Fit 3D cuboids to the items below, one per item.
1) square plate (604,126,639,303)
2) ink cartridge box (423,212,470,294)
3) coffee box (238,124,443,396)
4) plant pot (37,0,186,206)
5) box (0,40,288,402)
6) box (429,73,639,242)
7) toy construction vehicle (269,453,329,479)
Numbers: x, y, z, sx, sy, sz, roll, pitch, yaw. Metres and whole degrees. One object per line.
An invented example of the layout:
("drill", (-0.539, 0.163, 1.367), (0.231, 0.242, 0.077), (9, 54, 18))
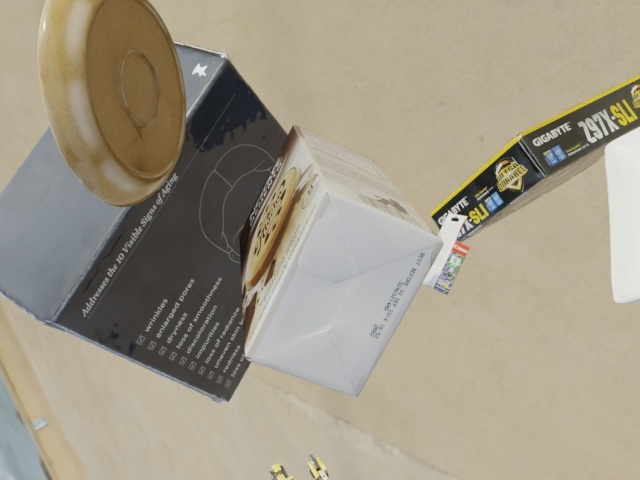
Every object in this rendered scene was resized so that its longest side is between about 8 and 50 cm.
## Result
("square plate", (0.487, -0.089, 0.714), (0.344, 0.347, 0.049), (-29, 112, 36))
("ink cartridge box", (0.188, 0.019, 0.966), (0.029, 0.115, 0.063), (26, -179, -16))
("coffee box", (0.000, 0.000, 0.688), (0.168, 0.119, 0.297), (-64, 15, 15))
("plant pot", (-0.191, -0.152, 0.657), (0.033, 0.236, 0.236), (-2, 117, 15))
("box", (-0.265, -0.025, 1.194), (0.298, 0.479, 0.472), (23, 165, 32))
("box", (0.365, -0.127, 1.058), (0.079, 0.322, 0.257), (59, 152, 9))
("toy construction vehicle", (-0.028, 0.380, 1.037), (0.098, 0.086, 0.035), (-128, 24, -47))
